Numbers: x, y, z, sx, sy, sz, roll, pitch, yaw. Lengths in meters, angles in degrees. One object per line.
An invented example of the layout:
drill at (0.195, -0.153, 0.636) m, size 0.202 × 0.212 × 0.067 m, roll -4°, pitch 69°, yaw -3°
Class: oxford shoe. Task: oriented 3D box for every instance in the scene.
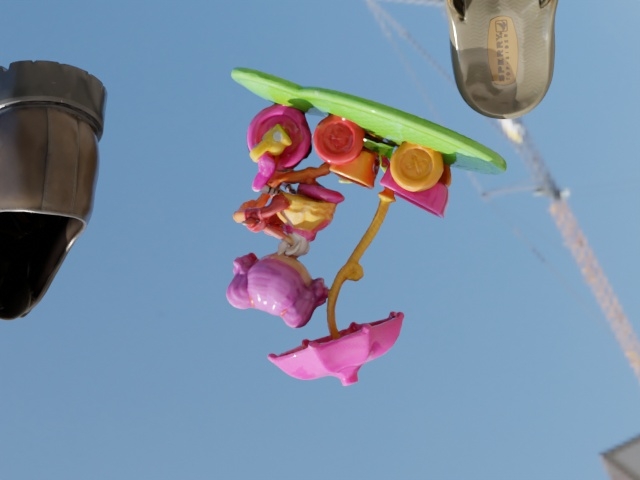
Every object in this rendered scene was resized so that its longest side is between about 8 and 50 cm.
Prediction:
oxford shoe at (-0.182, 0.002, 0.636) m, size 0.082 × 0.227 × 0.096 m, roll 10°, pitch -118°, yaw -30°

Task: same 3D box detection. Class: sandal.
sandal at (0.085, -0.135, 0.623) m, size 0.049 × 0.072 × 0.180 m, roll -74°, pitch -24°, yaw -54°

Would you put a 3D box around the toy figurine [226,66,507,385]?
toy figurine at (0.000, 0.000, 0.723) m, size 0.130 × 0.173 × 0.159 m, roll 25°, pitch -95°, yaw -78°
